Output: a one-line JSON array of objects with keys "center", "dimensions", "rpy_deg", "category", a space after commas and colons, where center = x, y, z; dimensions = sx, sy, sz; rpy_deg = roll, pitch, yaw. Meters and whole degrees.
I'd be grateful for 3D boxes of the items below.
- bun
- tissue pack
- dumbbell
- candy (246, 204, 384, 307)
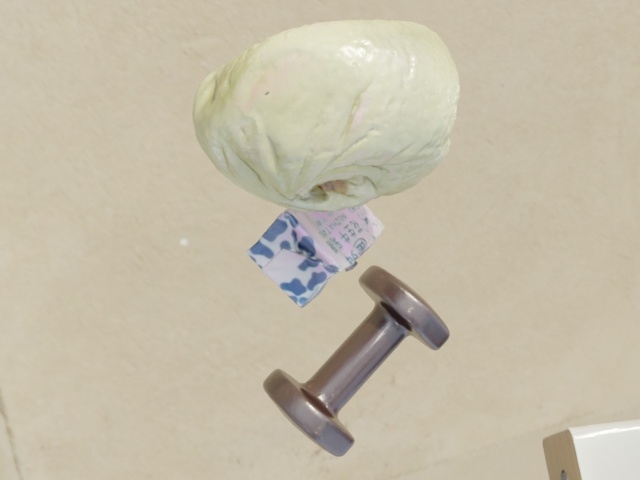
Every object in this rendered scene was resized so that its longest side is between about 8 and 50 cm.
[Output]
[{"center": [0.012, -0.103, 0.870], "dimensions": [0.244, 0.244, 0.153], "rpy_deg": [-4, 87, -26], "category": "bun"}, {"center": [0.411, 0.377, 1.304], "dimensions": [0.136, 0.246, 0.159], "rpy_deg": [-7, 162, -4], "category": "tissue pack"}, {"center": [0.045, 0.150, 1.200], "dimensions": [0.225, 0.124, 0.140], "rpy_deg": [-48, 135, -4], "category": "dumbbell"}, {"center": [0.000, 0.000, 1.017], "dimensions": [0.073, 0.092, 0.160], "rpy_deg": [-45, 177, 29], "category": "candy"}]
